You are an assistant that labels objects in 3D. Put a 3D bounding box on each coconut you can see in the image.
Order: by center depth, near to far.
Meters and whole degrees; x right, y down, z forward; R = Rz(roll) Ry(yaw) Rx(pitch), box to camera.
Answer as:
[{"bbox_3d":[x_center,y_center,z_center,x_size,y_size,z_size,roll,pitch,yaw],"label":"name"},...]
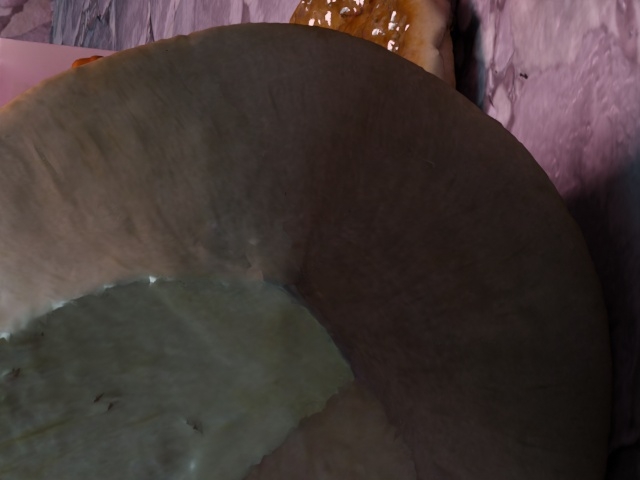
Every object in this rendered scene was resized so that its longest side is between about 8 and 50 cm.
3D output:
[{"bbox_3d":[-0.054,0.081,0.988,0.415,0.415,0.345,145,108,-70],"label":"coconut"}]

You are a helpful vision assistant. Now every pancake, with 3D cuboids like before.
[{"bbox_3d":[0.016,-0.080,1.312,0.282,0.049,0.282,-38,44,48],"label":"pancake"}]

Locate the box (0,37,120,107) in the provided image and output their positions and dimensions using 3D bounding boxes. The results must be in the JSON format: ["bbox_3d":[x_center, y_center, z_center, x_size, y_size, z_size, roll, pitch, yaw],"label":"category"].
[{"bbox_3d":[-0.188,-0.066,1.763,0.106,0.251,0.203,139,134,-69],"label":"box"}]

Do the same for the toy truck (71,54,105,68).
[{"bbox_3d":[-0.115,-0.026,1.574,0.288,0.204,0.212,136,136,-76],"label":"toy truck"}]
